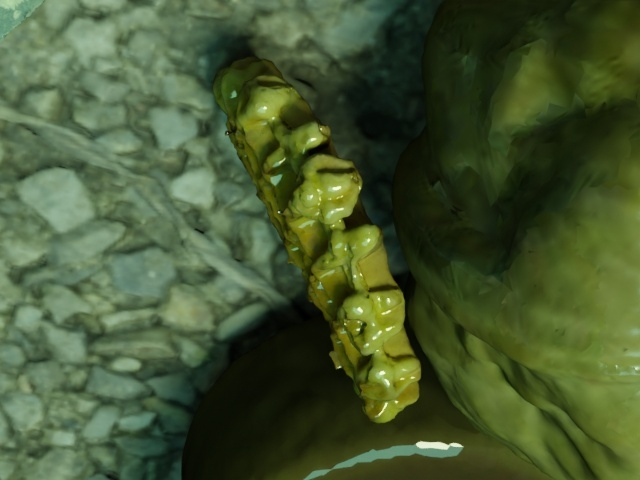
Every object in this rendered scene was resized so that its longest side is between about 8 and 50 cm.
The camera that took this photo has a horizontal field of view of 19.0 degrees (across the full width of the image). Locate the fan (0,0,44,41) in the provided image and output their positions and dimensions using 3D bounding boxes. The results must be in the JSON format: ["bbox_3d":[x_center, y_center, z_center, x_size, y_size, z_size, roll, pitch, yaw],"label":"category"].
[{"bbox_3d":[-0.194,-0.159,0.974,0.131,0.009,0.240,21,123,-17],"label":"fan"}]

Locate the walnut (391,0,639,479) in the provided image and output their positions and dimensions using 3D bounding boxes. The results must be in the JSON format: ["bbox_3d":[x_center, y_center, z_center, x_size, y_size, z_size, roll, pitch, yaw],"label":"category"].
[{"bbox_3d":[0.168,-0.013,0.934,0.253,0.277,0.282,-39,133,-15],"label":"walnut"}]

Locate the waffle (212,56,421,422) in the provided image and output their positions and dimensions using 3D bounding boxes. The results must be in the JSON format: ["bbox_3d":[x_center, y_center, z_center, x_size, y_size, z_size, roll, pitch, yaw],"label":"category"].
[{"bbox_3d":[0.000,0.000,0.996,0.046,0.160,0.192,-25,116,-9],"label":"waffle"}]

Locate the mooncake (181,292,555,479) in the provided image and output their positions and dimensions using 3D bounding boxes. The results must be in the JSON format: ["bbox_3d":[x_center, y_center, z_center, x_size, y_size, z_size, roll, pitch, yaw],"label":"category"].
[{"bbox_3d":[0.054,0.168,1.142,0.284,0.155,0.284,-3,126,-4],"label":"mooncake"}]
